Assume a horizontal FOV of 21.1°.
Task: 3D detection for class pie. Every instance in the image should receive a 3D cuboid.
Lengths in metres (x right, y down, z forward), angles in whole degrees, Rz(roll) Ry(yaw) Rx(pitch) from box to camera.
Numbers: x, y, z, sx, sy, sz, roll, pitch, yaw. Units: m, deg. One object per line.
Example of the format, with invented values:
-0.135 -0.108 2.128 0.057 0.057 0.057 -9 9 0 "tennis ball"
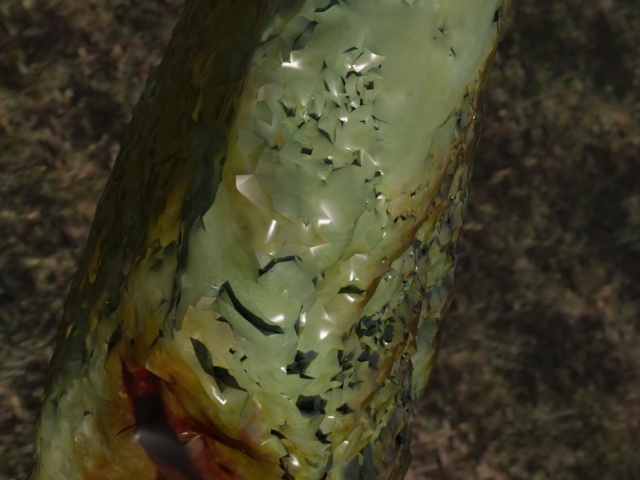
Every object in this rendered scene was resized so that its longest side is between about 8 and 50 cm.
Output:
-0.008 -0.023 0.812 0.180 0.418 0.395 18 31 -9 "pie"
